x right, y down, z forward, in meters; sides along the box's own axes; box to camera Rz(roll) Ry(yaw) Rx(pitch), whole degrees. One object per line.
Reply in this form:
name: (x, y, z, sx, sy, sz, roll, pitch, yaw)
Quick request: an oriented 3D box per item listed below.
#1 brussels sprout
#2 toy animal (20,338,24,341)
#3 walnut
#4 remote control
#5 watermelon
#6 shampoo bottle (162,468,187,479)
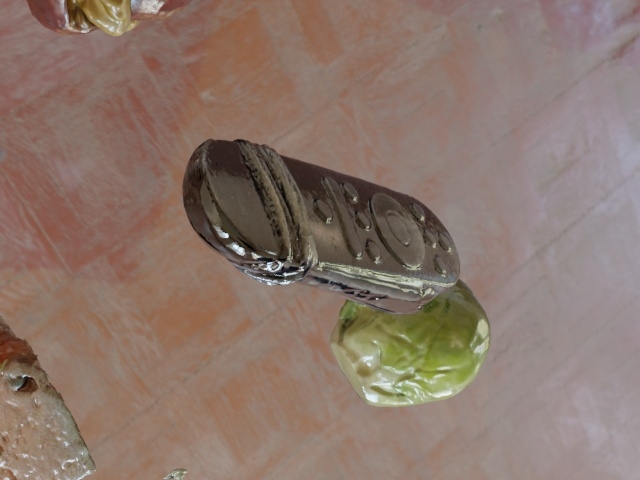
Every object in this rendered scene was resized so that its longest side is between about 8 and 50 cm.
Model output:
brussels sprout: (0.135, 0.139, 1.507, 0.244, 0.244, 0.244, -9, 108, -29)
toy animal: (-0.481, 0.167, 1.222, 0.270, 0.137, 0.082, -9, 101, -58)
walnut: (-0.240, -0.366, 1.122, 0.222, 0.244, 0.268, -3, 102, 7)
remote control: (0.000, 0.000, 0.626, 0.066, 0.090, 0.266, -38, 152, 24)
watermelon: (-0.311, 0.166, 0.961, 0.140, 0.257, 0.192, -39, 122, -28)
shampoo bottle: (-0.157, 0.354, 1.233, 0.045, 0.077, 0.151, 4, 61, -41)
